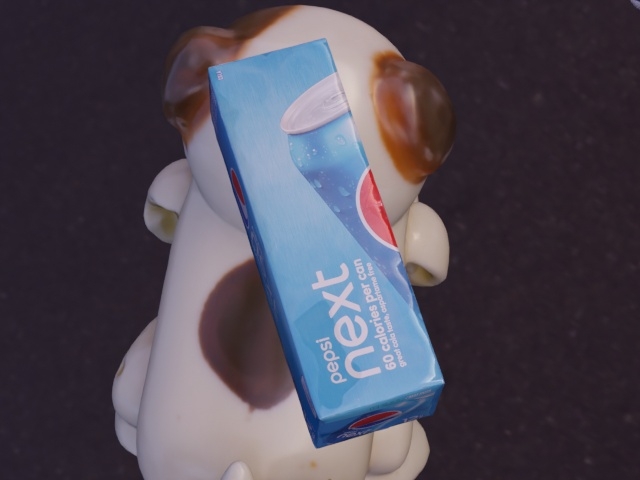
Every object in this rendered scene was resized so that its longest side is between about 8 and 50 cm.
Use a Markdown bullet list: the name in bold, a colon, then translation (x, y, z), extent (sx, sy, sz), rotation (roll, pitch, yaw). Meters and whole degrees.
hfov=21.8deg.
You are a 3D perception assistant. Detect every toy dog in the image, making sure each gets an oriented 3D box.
- **toy dog**: translation (-0.041, 0.011, 1.334), extent (0.284, 0.395, 0.408), rotation (15, 111, 14)

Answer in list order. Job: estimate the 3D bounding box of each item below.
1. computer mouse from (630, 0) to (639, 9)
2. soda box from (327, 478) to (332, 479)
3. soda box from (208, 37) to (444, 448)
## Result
- **computer mouse**: translation (0.271, -0.259, 1.210), extent (0.106, 0.042, 0.193), rotation (53, 135, 50)
- **soda box**: translation (-0.005, 0.259, 1.263), extent (0.061, 0.181, 0.058), rotation (41, 56, 20)
- **soda box**: translation (0.000, 0.000, 0.907), extent (0.071, 0.067, 0.210), rotation (-15, 71, -8)
